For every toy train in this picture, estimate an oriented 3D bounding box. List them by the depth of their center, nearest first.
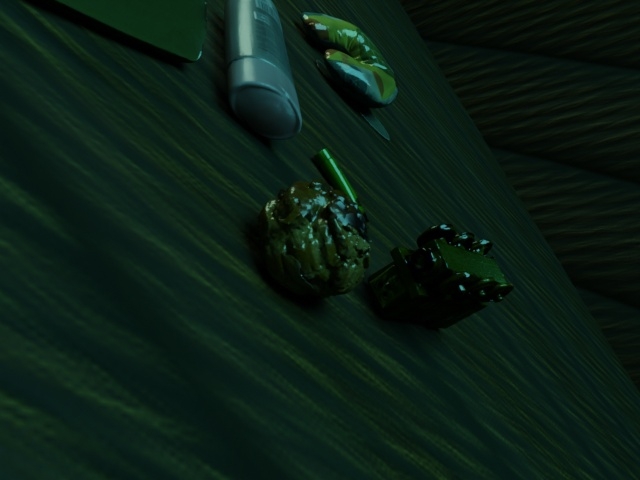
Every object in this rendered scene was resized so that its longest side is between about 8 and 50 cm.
[{"bbox_3d":[0.155,0.054,0.896,0.226,0.137,0.090,15,48,-52],"label":"toy train"}]

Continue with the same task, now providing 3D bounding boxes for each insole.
[{"bbox_3d":[0.067,-0.280,1.381,0.232,0.003,0.080,40,25,-31],"label":"insole"}]

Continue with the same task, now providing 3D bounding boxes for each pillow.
[{"bbox_3d":[0.061,-0.358,1.390,0.214,0.086,0.233,12,46,-45],"label":"pillow"}]

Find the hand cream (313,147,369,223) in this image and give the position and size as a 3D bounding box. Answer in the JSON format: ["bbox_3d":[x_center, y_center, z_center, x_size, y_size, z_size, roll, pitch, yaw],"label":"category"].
[{"bbox_3d":[0.032,-0.074,0.982,0.122,0.023,0.036,58,18,0],"label":"hand cream"}]

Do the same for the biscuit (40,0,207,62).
[{"bbox_3d":[-0.221,-0.261,0.676,0.322,0.038,0.099,8,89,-61],"label":"biscuit"}]

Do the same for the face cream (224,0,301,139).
[{"bbox_3d":[-0.084,-0.245,0.929,0.107,0.073,0.269,32,30,-34],"label":"face cream"}]

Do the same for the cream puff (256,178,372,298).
[{"bbox_3d":[0.000,0.000,0.707,0.133,0.104,0.119,44,17,-25],"label":"cream puff"}]
